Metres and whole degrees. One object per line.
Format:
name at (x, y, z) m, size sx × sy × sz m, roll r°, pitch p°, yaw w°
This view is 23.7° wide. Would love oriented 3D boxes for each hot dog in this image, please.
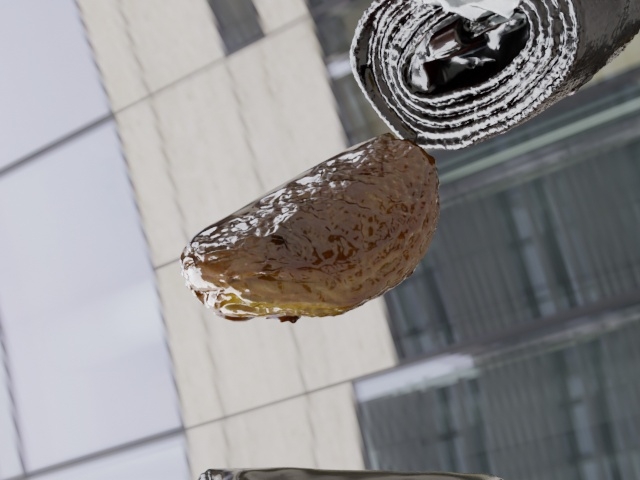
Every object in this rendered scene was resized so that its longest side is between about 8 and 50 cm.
hot dog at (-0.002, -0.002, 1.194) m, size 0.227 × 0.160 × 0.099 m, roll -33°, pitch -69°, yaw -25°

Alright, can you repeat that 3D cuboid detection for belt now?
belt at (0.171, -0.203, 1.428) m, size 0.164 × 0.289 × 0.184 m, roll -32°, pitch -83°, yaw -40°

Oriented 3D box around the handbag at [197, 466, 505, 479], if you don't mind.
handbag at (0.026, 0.251, 1.238) m, size 0.257 × 0.285 × 0.114 m, roll 57°, pitch -146°, yaw -88°
